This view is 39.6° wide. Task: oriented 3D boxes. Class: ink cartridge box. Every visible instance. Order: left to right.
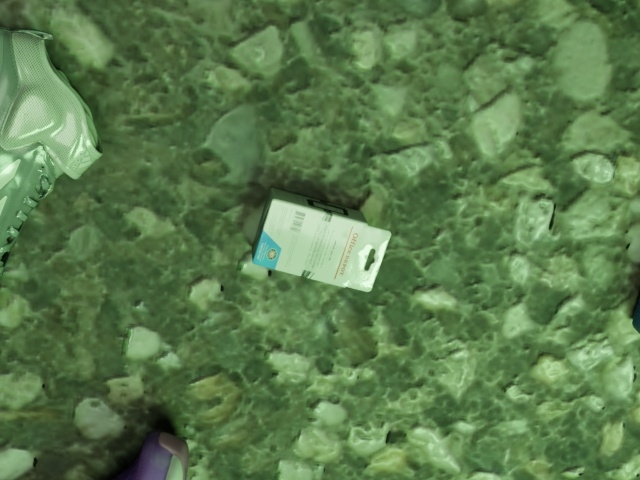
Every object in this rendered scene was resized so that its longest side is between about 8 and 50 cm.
[{"bbox_3d":[0.000,0.000,0.597,0.083,0.028,0.048,15,108,-11],"label":"ink cartridge box"}]

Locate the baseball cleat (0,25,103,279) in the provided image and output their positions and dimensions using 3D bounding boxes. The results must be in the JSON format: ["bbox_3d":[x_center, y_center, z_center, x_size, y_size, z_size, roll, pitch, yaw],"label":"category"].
[{"bbox_3d":[-0.190,-0.026,0.546,0.109,0.072,0.206,1,114,-13],"label":"baseball cleat"}]

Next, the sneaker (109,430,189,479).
[{"bbox_3d":[-0.177,0.228,0.635,0.104,0.095,0.236,30,106,-8],"label":"sneaker"}]

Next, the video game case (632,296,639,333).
[{"bbox_3d":[0.373,-0.037,0.606,0.244,0.061,0.270,7,109,-10],"label":"video game case"}]
